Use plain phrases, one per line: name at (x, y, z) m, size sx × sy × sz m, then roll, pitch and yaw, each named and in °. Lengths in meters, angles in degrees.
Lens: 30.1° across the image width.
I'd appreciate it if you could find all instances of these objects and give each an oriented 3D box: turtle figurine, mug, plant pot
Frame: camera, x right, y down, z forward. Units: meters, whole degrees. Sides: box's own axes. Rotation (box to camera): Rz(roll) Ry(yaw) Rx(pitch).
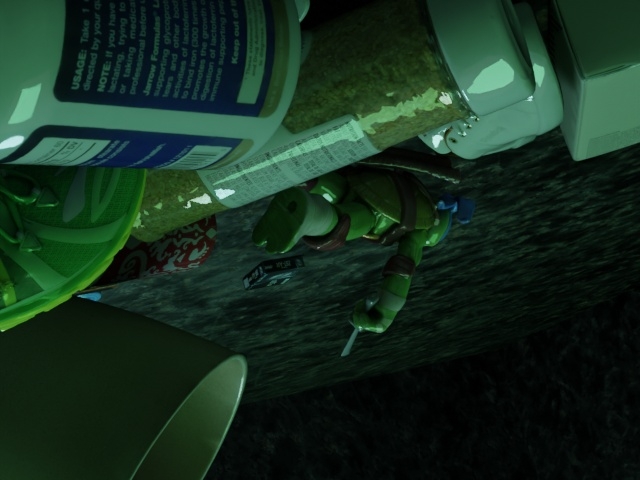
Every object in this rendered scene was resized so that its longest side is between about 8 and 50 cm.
turtle figurine at (0.000, 0.000, 1.231) m, size 0.274 × 0.198 × 0.266 m, roll -12°, pitch 160°, yaw 36°
mug at (-0.202, -0.021, 1.194) m, size 0.169 × 0.150 × 0.113 m, roll -3°, pitch 126°, yaw -56°
plant pot at (-0.250, 0.149, 1.101) m, size 0.256 × 0.274 × 0.256 m, roll -57°, pitch 168°, yaw -19°

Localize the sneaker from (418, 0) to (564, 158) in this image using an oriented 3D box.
sneaker at (0.148, -0.127, 1.104) m, size 0.123 × 0.106 × 0.290 m, roll -18°, pitch 168°, yaw -1°

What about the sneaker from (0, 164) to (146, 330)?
sneaker at (-0.229, 0.000, 0.753) m, size 0.295 × 0.109 × 0.123 m, roll -39°, pitch 156°, yaw -25°

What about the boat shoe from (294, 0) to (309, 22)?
boat shoe at (-0.045, -0.165, 0.901) m, size 0.100 × 0.035 × 0.035 m, roll -30°, pitch -172°, yaw 34°

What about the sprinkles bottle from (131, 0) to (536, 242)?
sprinkles bottle at (-0.012, -0.109, 0.958) m, size 0.355 × 0.121 × 0.121 m, roll -20°, pitch 166°, yaw 18°

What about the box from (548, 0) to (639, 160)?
box at (0.282, -0.165, 1.136) m, size 0.113 × 0.094 × 0.275 m, roll -18°, pitch 166°, yaw 5°

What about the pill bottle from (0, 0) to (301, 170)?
pill bottle at (-0.151, -0.119, 0.688) m, size 0.153 × 0.153 × 0.264 m, roll -28°, pitch 162°, yaw 40°

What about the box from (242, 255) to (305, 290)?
box at (-0.069, 0.048, 1.745) m, size 0.067 × 0.018 × 0.083 m, roll -8°, pitch 164°, yaw -28°

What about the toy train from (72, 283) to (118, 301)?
toy train at (-0.310, 0.038, 1.304) m, size 0.184 × 0.080 × 0.105 m, roll -10°, pitch 159°, yaw -23°
